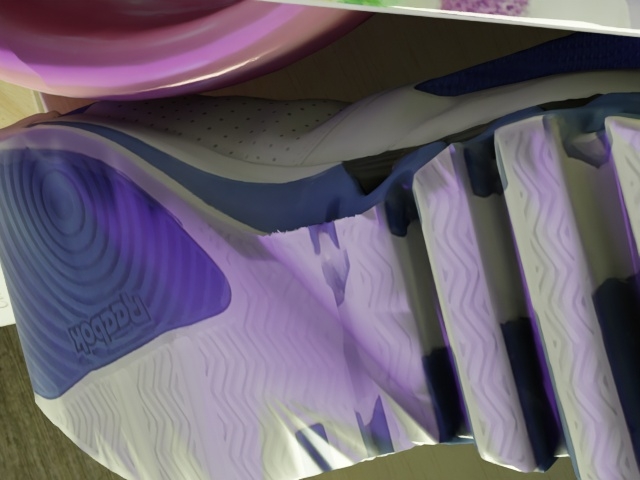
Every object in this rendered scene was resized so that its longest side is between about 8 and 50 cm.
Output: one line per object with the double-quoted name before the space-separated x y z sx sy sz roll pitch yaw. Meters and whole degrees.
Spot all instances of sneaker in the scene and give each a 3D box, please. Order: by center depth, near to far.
"sneaker" 0.051 -0.001 0.631 0.315 0.182 0.128 0 105 42

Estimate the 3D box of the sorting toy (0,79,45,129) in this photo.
"sorting toy" -0.143 -0.176 0.888 0.257 0.089 0.256 31 139 64

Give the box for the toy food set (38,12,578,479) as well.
"toy food set" 0.028 0.013 0.782 0.092 0.219 0.306 -167 57 -80

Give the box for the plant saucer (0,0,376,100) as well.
"plant saucer" -0.046 -0.210 0.617 0.084 0.332 0.332 -7 -108 -54

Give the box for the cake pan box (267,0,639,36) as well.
"cake pan box" -0.021 -0.184 0.441 0.245 0.070 0.267 11 127 36

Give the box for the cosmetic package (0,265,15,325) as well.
"cosmetic package" -0.256 -0.156 1.253 0.329 0.393 0.327 70 -169 -55
